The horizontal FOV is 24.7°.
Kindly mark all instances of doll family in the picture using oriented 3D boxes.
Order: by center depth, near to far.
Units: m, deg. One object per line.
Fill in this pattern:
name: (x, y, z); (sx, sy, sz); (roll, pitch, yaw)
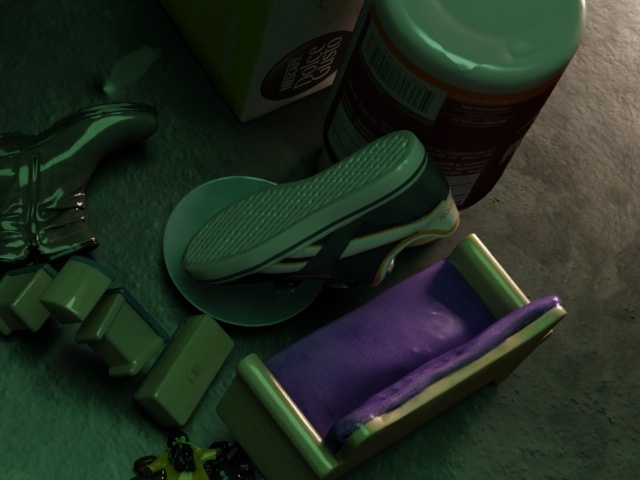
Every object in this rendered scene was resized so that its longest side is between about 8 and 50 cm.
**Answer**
doll family: (-0.114, 0.243, 1.554); (0.193, 0.076, 0.111); (-6, 60, -21)

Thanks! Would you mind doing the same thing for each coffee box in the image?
coffee box: (-0.022, -0.407, 1.760); (0.334, 0.337, 0.338); (-26, 72, -23)

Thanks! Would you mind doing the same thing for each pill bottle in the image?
pill bottle: (0.128, -0.162, 1.632); (0.224, 0.392, 0.224); (6, 61, -11)

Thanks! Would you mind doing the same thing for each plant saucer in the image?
plant saucer: (-0.088, 0.018, 1.694); (0.195, 0.037, 0.195); (6, 61, -10)

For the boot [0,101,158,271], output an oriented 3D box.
boot: (-0.284, -0.056, 1.675); (0.247, 0.083, 0.161); (-18, 75, -15)

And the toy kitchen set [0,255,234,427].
toy kitchen set: (-0.234, 0.096, 1.605); (0.207, 0.166, 0.122); (51, 52, -25)

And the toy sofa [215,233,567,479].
toy sofa: (0.082, 0.123, 1.561); (0.363, 0.177, 0.150); (-27, 70, -36)

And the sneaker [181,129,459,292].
sneaker: (0.000, 0.000, 1.579); (0.127, 0.321, 0.126); (50, 36, -29)
